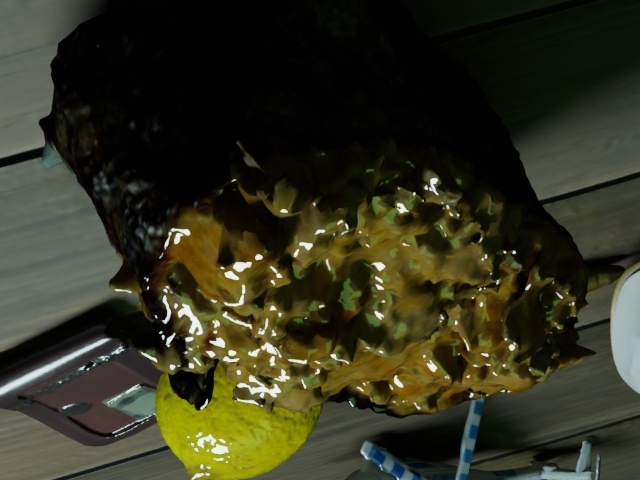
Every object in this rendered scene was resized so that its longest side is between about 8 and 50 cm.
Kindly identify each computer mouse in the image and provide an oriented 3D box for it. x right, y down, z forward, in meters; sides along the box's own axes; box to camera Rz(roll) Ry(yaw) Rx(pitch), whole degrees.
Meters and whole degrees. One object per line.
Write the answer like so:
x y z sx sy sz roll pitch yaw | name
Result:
0.283 0.047 1.203 0.126 0.056 0.245 -19 151 -2 | computer mouse

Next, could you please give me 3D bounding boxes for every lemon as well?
-0.052 0.101 1.072 0.133 0.109 0.109 -55 144 -5 | lemon

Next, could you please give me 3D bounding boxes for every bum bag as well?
-0.152 0.100 1.108 0.109 0.026 0.159 -25 153 12 | bum bag

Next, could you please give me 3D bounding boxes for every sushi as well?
0.000 0.000 0.859 0.234 0.207 0.348 -38 146 17 | sushi

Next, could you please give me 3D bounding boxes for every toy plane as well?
0.120 0.198 1.359 0.273 0.107 0.182 -26 115 -39 | toy plane

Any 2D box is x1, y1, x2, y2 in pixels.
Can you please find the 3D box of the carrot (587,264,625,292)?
0.101 0.057 1.148 0.254 0.049 0.049 -16 148 -11 | carrot
